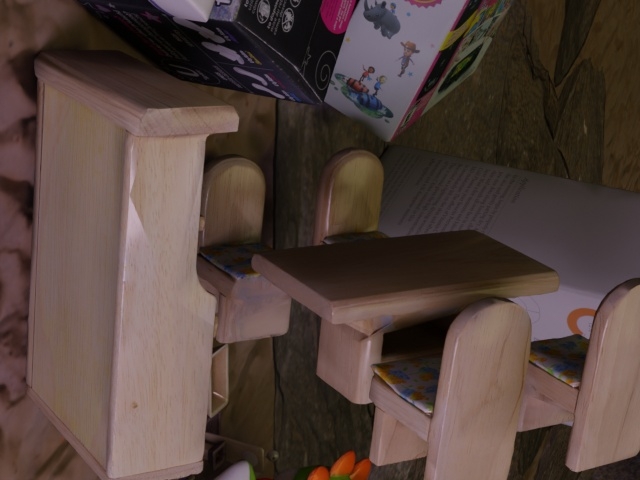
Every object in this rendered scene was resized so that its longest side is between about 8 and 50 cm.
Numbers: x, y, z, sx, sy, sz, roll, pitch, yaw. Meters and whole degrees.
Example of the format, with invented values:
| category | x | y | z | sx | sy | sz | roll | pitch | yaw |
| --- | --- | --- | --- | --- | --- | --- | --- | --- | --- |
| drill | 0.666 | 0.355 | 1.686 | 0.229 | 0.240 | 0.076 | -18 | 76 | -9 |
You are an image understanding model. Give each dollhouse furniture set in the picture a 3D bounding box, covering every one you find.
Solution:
| category | x | y | z | sx | sy | sz | roll | pitch | yaw |
| --- | --- | --- | --- | --- | --- | --- | --- | --- | --- |
| dollhouse furniture set | -0.084 | 0.162 | 1.148 | 0.091 | 0.081 | 0.114 | -37 | 134 | -55 |
| dollhouse furniture set | 0.000 | 0.000 | 0.946 | 0.394 | 0.362 | 0.256 | -6 | 112 | -33 |

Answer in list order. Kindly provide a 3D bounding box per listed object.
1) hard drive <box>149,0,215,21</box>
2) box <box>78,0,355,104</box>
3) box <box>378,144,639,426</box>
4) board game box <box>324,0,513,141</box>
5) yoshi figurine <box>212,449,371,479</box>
| category | x | y | z | sx | sy | sz | roll | pitch | yaw |
| --- | --- | --- | --- | --- | --- | --- | --- | --- | --- |
| hard drive | -0.075 | -0.320 | 0.753 | 0.210 | 0.040 | 0.319 | 37 | 68 | -63 |
| box | -0.054 | -0.249 | 0.935 | 0.163 | 0.142 | 0.247 | 35 | 69 | -62 |
| box | 0.209 | 0.053 | 1.399 | 0.168 | 0.345 | 0.215 | -55 | 148 | -38 |
| board game box | 0.136 | -0.270 | 1.245 | 0.224 | 0.097 | 0.303 | -43 | 164 | -51 |
| yoshi figurine | -0.057 | 0.314 | 1.132 | 0.362 | 0.203 | 0.204 | -6 | 66 | -56 |
